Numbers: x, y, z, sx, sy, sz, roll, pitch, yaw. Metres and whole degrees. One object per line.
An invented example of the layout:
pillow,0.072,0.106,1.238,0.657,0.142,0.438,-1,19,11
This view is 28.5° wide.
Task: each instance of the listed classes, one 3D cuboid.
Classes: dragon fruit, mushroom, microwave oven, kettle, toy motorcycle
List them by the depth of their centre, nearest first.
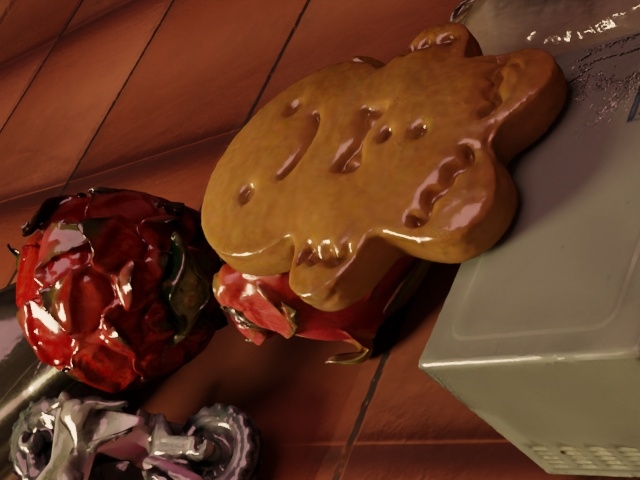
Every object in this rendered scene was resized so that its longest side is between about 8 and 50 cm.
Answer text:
microwave oven,0.246,0.008,0.904,0.237,0.181,0.295,-12,46,51
dragon fruit,0.005,-0.003,1.223,0.224,0.224,0.227,-5,44,52
mushroom,0.255,-0.221,1.225,0.397,0.126,0.177,-13,35,48
toy motorcycle,-0.205,0.256,1.289,0.327,0.143,0.188,-2,67,32
dragon fruit,-0.221,0.040,1.332,0.293,0.234,0.234,25,76,50
kettle,-0.346,0.152,1.548,0.324,0.228,0.321,-36,8,5

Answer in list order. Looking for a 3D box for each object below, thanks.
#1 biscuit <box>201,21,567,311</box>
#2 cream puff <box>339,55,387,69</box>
biscuit,0.031,-0.069,1.027,0.355,0.052,0.275,5,58,49
cream puff,0.041,-0.148,1.443,0.133,0.119,0.104,-13,22,31
